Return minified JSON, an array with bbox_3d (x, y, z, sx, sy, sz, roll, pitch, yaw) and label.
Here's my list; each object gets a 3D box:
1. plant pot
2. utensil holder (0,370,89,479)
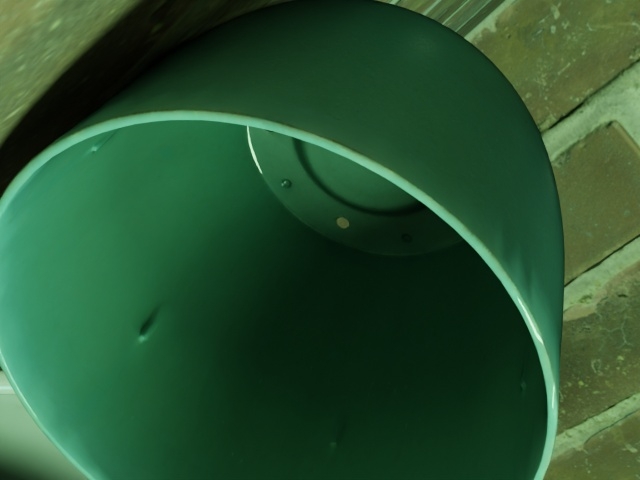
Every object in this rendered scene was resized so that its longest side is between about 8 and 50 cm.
[{"bbox_3d":[0.000,0.000,0.654,0.293,0.293,0.235,-40,-166,37],"label":"plant pot"},{"bbox_3d":[-0.370,0.349,1.200,0.327,0.327,0.385,-39,-178,-43],"label":"utensil holder"}]
